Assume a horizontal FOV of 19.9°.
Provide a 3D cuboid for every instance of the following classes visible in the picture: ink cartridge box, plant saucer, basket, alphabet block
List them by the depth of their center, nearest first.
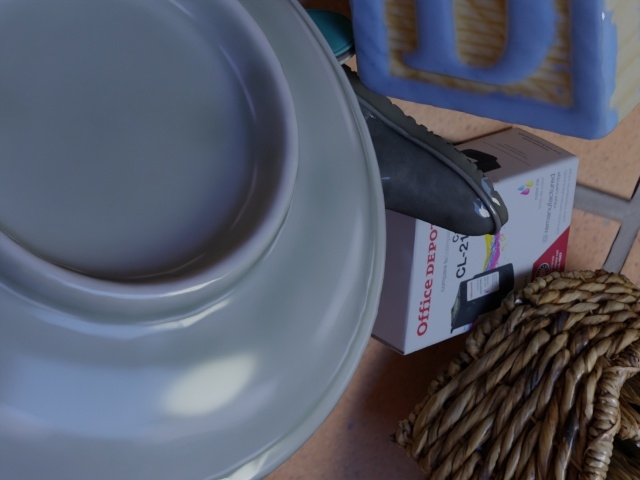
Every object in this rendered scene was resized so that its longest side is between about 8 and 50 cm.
[{"bbox_3d":[-0.125,-0.051,0.953,0.400,0.100,0.400,11,65,-25],"label":"plant saucer"},{"bbox_3d":[0.146,-0.205,1.210,0.197,0.193,0.192,-44,139,-41],"label":"alphabet block"},{"bbox_3d":[0.108,-0.001,1.404,0.175,0.072,0.127,-19,124,-37],"label":"ink cartridge box"},{"bbox_3d":[0.247,0.169,1.461,0.213,0.223,0.299,-51,149,13],"label":"basket"}]

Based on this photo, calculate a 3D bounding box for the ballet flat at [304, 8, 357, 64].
[{"bbox_3d":[-0.050,-0.115,1.218,0.168,0.057,0.052,-17,152,-33],"label":"ballet flat"}]

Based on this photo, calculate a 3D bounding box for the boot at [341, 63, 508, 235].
[{"bbox_3d":[0.001,0.001,1.251,0.208,0.190,0.076,-53,175,-18],"label":"boot"}]
